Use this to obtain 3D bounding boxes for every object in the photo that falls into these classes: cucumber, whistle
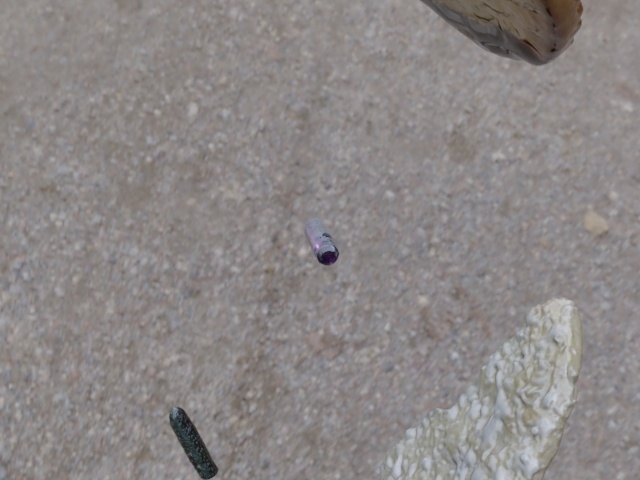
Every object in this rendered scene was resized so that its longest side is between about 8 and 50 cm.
[{"bbox_3d":[-0.181,0.279,1.524,0.032,0.133,0.032,-16,33,11],"label":"cucumber"},{"bbox_3d":[0.000,0.000,1.512,0.033,0.033,0.176,14,12,-11],"label":"whistle"}]

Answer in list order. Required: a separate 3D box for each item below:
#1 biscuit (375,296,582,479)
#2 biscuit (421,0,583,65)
[{"bbox_3d":[0.129,0.164,0.867,0.032,0.250,0.133,26,33,-24],"label":"biscuit"},{"bbox_3d":[0.030,-0.223,0.620,0.040,0.318,0.318,-45,74,1],"label":"biscuit"}]
